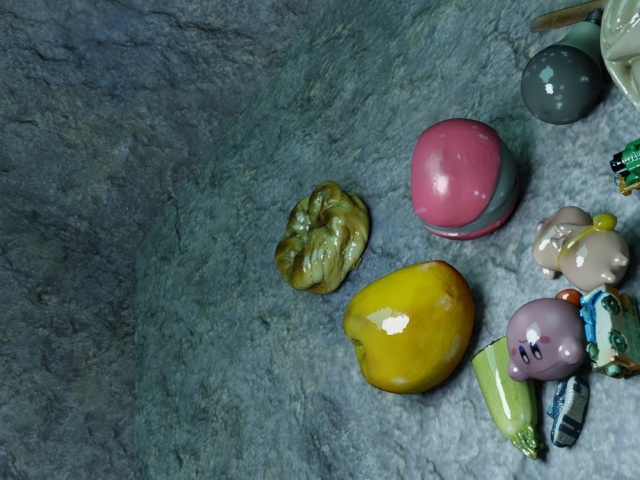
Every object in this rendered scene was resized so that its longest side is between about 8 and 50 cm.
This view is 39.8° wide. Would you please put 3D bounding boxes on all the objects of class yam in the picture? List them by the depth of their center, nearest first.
[{"bbox_3d":[0.623,-0.559,2.194,0.264,0.046,0.046,1,69,57],"label":"yam"}]

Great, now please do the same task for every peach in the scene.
[{"bbox_3d":[0.219,0.200,2.050,0.307,0.289,0.289,-23,32,-6],"label":"peach"}]

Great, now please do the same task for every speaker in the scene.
[{"bbox_3d":[0.332,-0.149,2.105,0.294,0.294,0.294,-38,38,39],"label":"speaker"}]

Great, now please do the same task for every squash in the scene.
[{"bbox_3d":[0.381,0.323,1.825,0.137,0.137,0.288,-36,42,41],"label":"squash"}]

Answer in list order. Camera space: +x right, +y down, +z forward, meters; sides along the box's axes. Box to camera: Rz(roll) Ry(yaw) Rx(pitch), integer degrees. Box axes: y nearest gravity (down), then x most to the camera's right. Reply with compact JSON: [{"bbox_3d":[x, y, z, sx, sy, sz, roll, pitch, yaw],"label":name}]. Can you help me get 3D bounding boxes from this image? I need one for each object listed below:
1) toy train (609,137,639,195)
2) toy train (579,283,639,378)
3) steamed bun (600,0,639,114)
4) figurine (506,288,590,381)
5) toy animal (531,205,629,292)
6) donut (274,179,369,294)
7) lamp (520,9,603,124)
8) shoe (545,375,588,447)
[{"bbox_3d":[0.660,-0.164,1.733,0.227,0.136,0.091,-24,48,46],"label":"toy train"},{"bbox_3d":[0.555,0.178,1.679,0.072,0.099,0.188,-39,39,42],"label":"toy train"},{"bbox_3d":[0.706,-0.433,1.751,0.342,0.255,0.368,-46,32,34],"label":"steamed bun"},{"bbox_3d":[0.450,0.198,1.756,0.173,0.173,0.173,-38,38,39],"label":"figurine"},{"bbox_3d":[0.532,0.017,1.799,0.165,0.149,0.248,-44,24,2],"label":"toy animal"},{"bbox_3d":[0.000,0.000,2.652,0.360,0.170,0.360,-41,35,38],"label":"donut"},{"bbox_3d":[0.586,-0.393,2.053,0.182,0.182,0.314,-21,19,51],"label":"lamp"},{"bbox_3d":[0.474,0.333,1.725,0.071,0.064,0.143,-10,57,55],"label":"shoe"}]
